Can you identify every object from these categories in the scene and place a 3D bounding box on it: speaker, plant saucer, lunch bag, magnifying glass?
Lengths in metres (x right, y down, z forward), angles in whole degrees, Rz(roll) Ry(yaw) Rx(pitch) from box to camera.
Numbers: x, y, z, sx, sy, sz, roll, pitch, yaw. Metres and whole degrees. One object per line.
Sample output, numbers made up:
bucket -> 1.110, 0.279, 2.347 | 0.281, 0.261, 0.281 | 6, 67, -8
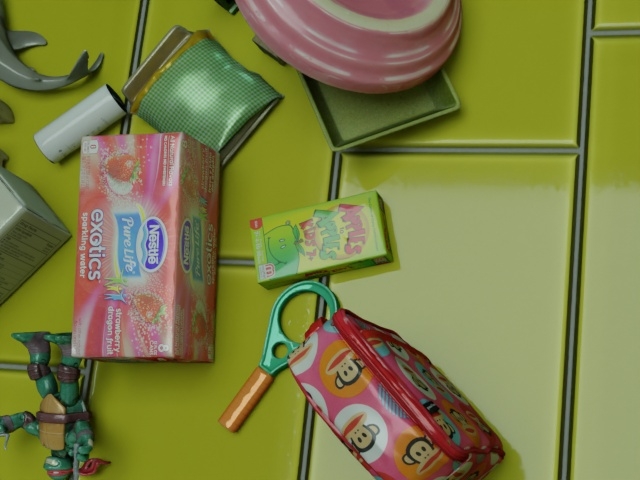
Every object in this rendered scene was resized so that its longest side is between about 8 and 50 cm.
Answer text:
speaker -> -0.353, -0.172, 1.771 | 0.136, 0.055, 0.055 | -34, 68, 6
plant saucer -> 0.070, -0.219, 1.640 | 0.188, 0.045, 0.188 | -20, 69, -7
lunch bag -> 0.081, 0.188, 1.408 | 0.120, 0.293, 0.258 | -45, 68, 6
plant saucer -> 0.046, -0.352, 1.585 | 0.332, 0.084, 0.332 | 11, 59, -18
magnifying glass -> -0.059, 0.155, 1.603 | 0.092, 0.026, 0.231 | 34, 87, 23

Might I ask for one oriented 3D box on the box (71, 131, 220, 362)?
box -> -0.231, 0.015, 1.616 | 0.154, 0.142, 0.299 | -1, 82, 16

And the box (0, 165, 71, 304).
box -> -0.527, 0.041, 1.717 | 0.311, 0.148, 0.121 | -43, 67, 0

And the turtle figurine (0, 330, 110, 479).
turtle figurine -> -0.366, 0.241, 1.623 | 0.175, 0.118, 0.234 | -2, 88, 20

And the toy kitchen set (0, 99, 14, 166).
toy kitchen set -> -0.586, -0.150, 1.800 | 0.207, 0.122, 0.166 | -3, 74, 17

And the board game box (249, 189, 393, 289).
board game box -> 0.000, 0.000, 1.619 | 0.181, 0.043, 0.092 | -13, 71, 13

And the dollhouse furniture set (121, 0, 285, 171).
dollhouse furniture set -> -0.148, -0.275, 1.684 | 0.197, 0.151, 0.301 | 39, 89, 23

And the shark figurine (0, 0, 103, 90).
shark figurine -> -0.471, -0.282, 1.810 | 0.278, 0.116, 0.166 | 34, 88, 24
